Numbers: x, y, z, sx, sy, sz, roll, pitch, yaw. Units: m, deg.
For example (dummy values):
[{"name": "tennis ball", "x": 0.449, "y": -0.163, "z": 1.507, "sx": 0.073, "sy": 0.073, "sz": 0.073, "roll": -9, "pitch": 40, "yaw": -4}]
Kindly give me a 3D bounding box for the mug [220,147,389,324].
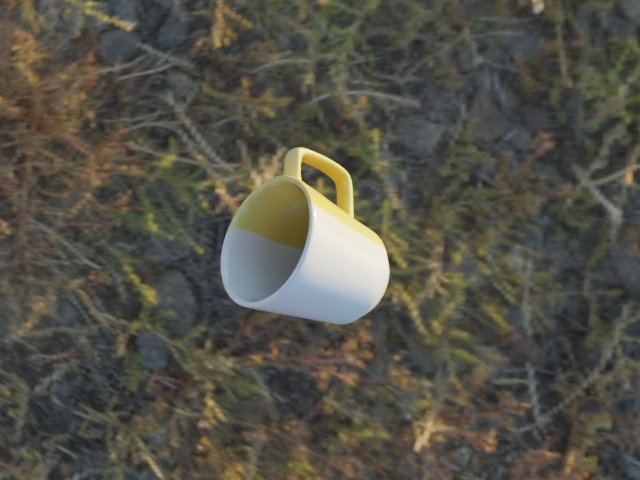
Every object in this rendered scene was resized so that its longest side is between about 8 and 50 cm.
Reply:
[{"name": "mug", "x": 0.001, "y": 0.003, "z": 0.664, "sx": 0.064, "sy": 0.062, "sz": 0.078, "roll": 24, "pitch": 92, "yaw": -37}]
